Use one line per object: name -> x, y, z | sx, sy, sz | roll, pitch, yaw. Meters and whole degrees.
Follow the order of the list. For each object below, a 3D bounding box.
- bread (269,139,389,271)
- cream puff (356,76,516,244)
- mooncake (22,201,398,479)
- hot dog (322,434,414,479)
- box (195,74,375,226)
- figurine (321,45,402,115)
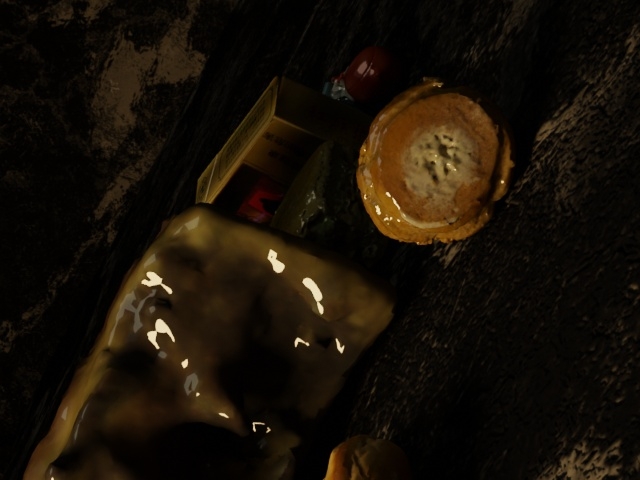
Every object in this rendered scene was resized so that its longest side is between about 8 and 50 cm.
bread -> 0.000, 0.000, 1.357 | 0.196, 0.102, 0.138 | -53, 18, 45
cream puff -> 0.096, -0.063, 1.081 | 0.144, 0.126, 0.103 | -60, -1, -6
mooncake -> -0.119, 0.180, 1.171 | 0.394, 0.246, 0.393 | -70, 5, -59
hot dog -> 0.023, 0.292, 0.871 | 0.337, 0.100, 0.135 | -82, 13, -46
box -> -0.032, -0.073, 1.458 | 0.240, 0.159, 0.071 | -45, 28, 50
figurine -> 0.048, -0.184, 1.517 | 0.140, 0.068, 0.075 | -37, 31, 65
